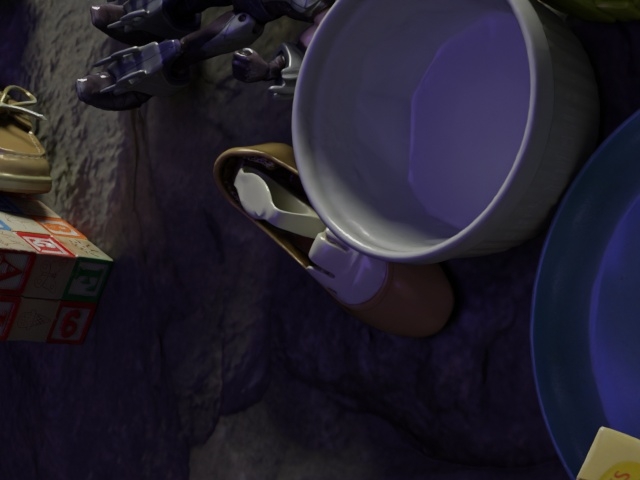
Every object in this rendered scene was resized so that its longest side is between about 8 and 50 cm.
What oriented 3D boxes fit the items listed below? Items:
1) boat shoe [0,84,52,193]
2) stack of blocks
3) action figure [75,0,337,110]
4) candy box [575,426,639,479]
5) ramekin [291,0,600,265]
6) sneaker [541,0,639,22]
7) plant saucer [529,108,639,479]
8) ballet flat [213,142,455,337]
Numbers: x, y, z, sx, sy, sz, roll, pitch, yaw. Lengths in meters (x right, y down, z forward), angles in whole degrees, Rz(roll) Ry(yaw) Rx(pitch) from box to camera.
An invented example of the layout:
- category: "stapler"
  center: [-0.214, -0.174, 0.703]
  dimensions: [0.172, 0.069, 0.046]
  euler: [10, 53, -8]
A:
- category: "boat shoe"
  center: [-0.338, -0.126, 1.410]
  dimensions: [0.285, 0.105, 0.089]
  euler: [34, 110, 39]
- category: "stack of blocks"
  center: [-0.348, -0.015, 1.362]
  dimensions: [0.297, 0.171, 0.087]
  euler: [33, 107, 39]
- category: "action figure"
  center: [-0.063, -0.186, 1.182]
  dimensions: [0.285, 0.099, 0.185]
  euler: [-20, 67, 35]
- category: "candy box"
  center: [0.254, 0.242, 0.760]
  dimensions: [0.316, 0.087, 0.183]
  euler: [21, 73, 23]
- category: "ramekin"
  center: [0.091, -0.083, 1.024]
  dimensions: [0.207, 0.109, 0.207]
  euler: [-7, 80, 41]
- category: "sneaker"
  center: [0.218, -0.215, 0.949]
  dimensions: [0.296, 0.109, 0.123]
  euler: [1, 60, 45]
- category: "plant saucer"
  center: [0.269, 0.052, 0.895]
  dimensions: [0.318, 0.044, 0.317]
  euler: [-5, 82, 41]
- category: "ballet flat"
  center: [0.000, 0.000, 1.117]
  dimensions: [0.232, 0.073, 0.080]
  euler: [37, 110, 37]
